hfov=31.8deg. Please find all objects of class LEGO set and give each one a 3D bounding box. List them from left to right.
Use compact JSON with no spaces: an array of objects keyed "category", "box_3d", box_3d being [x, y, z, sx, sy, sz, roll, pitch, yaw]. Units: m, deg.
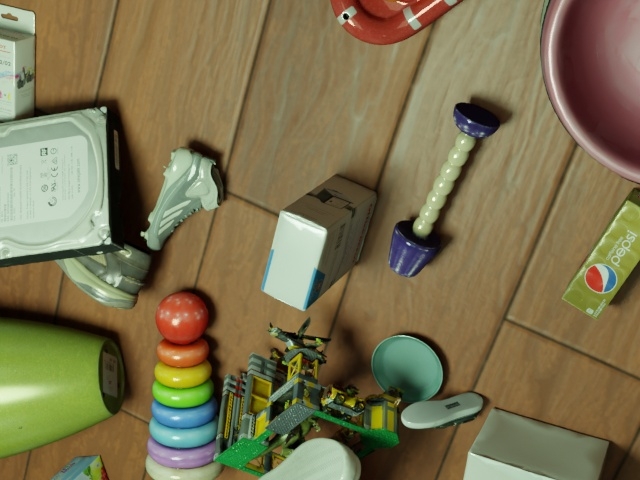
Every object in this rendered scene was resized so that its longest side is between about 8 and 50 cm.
[{"category":"LEGO set","box_3d":[-0.021,0.259,1.833,0.255,0.192,0.331,19,139,-17]}]

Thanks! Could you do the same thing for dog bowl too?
[{"category":"dog bowl","box_3d":[0.463,-0.243,1.411,0.408,0.150,0.408,9,113,21]}]

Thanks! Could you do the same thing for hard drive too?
[{"category":"hard drive","box_3d":[-0.492,-0.079,1.838,0.339,0.064,0.237,-7,76,13]}]

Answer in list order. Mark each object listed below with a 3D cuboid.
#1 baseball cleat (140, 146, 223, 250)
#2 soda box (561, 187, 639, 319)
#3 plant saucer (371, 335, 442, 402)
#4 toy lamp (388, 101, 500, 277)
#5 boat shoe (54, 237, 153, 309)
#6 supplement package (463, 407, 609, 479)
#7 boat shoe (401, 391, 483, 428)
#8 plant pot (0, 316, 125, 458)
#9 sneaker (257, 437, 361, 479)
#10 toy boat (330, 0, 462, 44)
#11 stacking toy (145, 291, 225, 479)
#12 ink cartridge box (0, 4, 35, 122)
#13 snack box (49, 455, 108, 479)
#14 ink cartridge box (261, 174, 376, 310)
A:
[{"category":"baseball cleat","box_3d":[-0.221,-0.052,1.830,0.109,0.072,0.206,21,127,-2]},{"category":"soda box","box_3d":[0.416,0.020,1.589,0.061,0.058,0.181,32,119,9]},{"category":"plant saucer","box_3d":[0.141,0.203,1.803,0.119,0.021,0.119,8,113,20]},{"category":"toy lamp","box_3d":[0.172,-0.067,1.649,0.080,0.080,0.275,28,118,11]},{"category":"boat shoe","box_3d":[-0.422,-0.028,1.912,0.355,0.132,0.130,38,94,12]},{"category":"supplement package","box_3d":[0.320,0.400,1.729,0.194,0.149,0.203,15,115,17]},{"category":"boat shoe","box_3d":[0.190,0.275,1.757,0.049,0.142,0.040,-125,33,-47]},{"category":"plant pot","box_3d":[-0.508,0.252,1.988,0.293,0.275,0.275,-7,108,10]},{"category":"sneaker","box_3d":[0.021,0.398,1.775,0.169,0.108,0.292,21,147,-23]},{"category":"toy boat","box_3d":[0.110,-0.358,1.516,0.231,0.151,0.151,-33,95,30]},{"category":"stacking toy","box_3d":[-0.231,0.248,1.929,0.141,0.141,0.330,9,108,20]},{"category":"ink cartridge box","box_3d":[-0.535,-0.296,1.873,0.104,0.061,0.181,15,115,17]},{"category":"snack box","box_3d":[-0.451,0.537,2.105,0.070,0.174,0.207,-10,105,28]},{"category":"ink cartridge box","box_3d":[0.000,0.000,1.685,0.082,0.190,0.140,23,117,15]}]
